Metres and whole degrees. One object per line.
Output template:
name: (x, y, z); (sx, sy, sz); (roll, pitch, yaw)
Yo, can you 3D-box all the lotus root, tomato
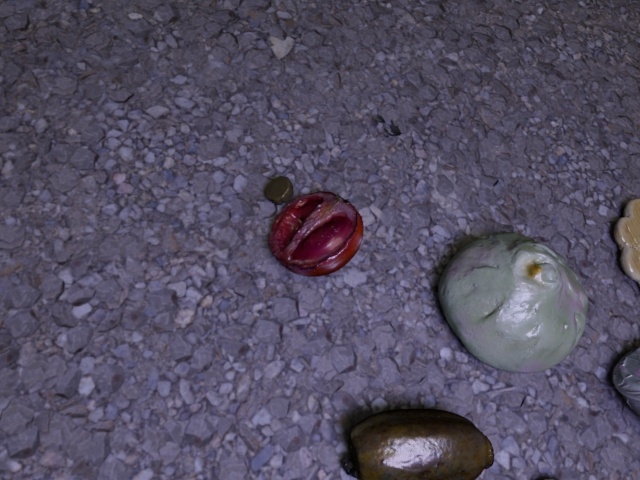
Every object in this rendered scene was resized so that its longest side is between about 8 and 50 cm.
lotus root: (0.160, 0.341, 0.662); (0.241, 0.124, 0.122); (-2, 83, -10)
tomato: (0.000, 0.000, 0.764); (0.173, 0.099, 0.189); (-41, 43, -8)

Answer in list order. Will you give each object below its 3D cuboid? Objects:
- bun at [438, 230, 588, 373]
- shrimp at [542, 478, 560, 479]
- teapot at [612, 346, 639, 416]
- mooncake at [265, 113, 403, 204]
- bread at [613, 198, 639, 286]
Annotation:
bun: (0.380, 0.106, 0.750); (0.284, 0.179, 0.283); (3, 73, -12)
shrimp: (0.391, 0.524, 0.685); (0.115, 0.051, 0.217); (32, 67, -1)
teapot: (0.697, 0.284, 0.770); (0.222, 0.163, 0.178); (-38, 94, -33)
mooncake: (0.036, -0.183, 0.847); (0.347, 0.057, 0.150); (-19, 61, -10)
bread: (0.757, 0.023, 0.920); (0.182, 0.039, 0.250); (2, 72, -9)
